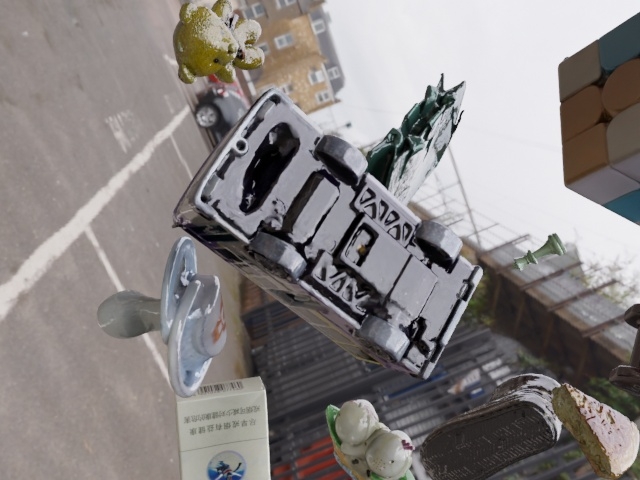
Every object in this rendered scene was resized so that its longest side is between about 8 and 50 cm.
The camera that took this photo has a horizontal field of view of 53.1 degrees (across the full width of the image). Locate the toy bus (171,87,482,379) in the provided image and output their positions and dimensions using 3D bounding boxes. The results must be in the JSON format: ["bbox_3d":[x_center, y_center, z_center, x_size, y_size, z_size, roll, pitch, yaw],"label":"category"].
[{"bbox_3d":[0.000,0.000,0.968,0.440,0.209,0.249,39,-17,-22],"label":"toy bus"}]

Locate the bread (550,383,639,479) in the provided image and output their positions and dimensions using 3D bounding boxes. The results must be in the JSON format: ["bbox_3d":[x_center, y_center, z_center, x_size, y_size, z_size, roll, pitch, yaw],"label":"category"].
[{"bbox_3d":[0.434,0.292,0.977,0.054,0.135,0.154,-59,-144,36],"label":"bread"}]

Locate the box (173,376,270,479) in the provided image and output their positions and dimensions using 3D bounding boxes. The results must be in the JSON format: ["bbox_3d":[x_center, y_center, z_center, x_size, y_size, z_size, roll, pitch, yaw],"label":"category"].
[{"bbox_3d":[-0.179,0.393,1.184,0.069,0.164,0.257,-149,-124,-72],"label":"box"}]

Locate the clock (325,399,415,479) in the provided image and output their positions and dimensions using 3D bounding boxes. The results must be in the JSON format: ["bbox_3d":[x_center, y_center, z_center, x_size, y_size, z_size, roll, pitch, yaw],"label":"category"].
[{"bbox_3d":[0.100,0.406,1.276,0.231,0.103,0.144,34,-58,25],"label":"clock"}]

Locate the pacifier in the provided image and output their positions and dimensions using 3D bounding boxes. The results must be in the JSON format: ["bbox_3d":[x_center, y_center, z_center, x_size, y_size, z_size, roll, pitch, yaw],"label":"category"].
[{"bbox_3d":[-0.265,0.129,1.044,0.227,0.207,0.279,-80,173,-47],"label":"pacifier"}]

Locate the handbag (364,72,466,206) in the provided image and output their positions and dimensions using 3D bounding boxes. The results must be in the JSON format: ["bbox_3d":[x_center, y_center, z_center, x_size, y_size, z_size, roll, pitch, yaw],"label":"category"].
[{"bbox_3d":[0.176,-0.166,1.276,0.089,0.326,0.238,32,-37,14],"label":"handbag"}]

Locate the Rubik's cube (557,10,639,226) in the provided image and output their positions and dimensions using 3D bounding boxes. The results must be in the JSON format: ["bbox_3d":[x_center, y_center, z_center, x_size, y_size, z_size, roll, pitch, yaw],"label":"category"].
[{"bbox_3d":[0.745,-0.255,1.334,0.347,0.346,0.345,-32,-135,54],"label":"Rubik's cube"}]

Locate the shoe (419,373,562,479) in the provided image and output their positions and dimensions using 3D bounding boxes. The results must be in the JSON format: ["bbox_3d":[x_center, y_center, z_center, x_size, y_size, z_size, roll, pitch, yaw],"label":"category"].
[{"bbox_3d":[0.440,0.476,1.621,0.171,0.384,0.237,56,30,9],"label":"shoe"}]

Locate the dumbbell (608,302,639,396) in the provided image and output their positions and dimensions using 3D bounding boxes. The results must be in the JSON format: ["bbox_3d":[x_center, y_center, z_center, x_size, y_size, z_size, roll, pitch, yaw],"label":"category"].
[{"bbox_3d":[0.839,0.283,1.655,0.140,0.124,0.225,83,30,-65],"label":"dumbbell"}]

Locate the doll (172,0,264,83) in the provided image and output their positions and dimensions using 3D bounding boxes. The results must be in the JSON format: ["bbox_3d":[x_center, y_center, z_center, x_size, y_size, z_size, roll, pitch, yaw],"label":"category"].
[{"bbox_3d":[-0.151,-0.322,1.044,0.209,0.097,0.137,-28,129,-52],"label":"doll"}]

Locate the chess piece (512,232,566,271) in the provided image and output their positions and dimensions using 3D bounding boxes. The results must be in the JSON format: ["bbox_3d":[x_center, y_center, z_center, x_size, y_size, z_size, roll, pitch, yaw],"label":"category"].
[{"bbox_3d":[0.379,0.025,1.120,0.042,0.093,0.042,53,15,-21],"label":"chess piece"}]
